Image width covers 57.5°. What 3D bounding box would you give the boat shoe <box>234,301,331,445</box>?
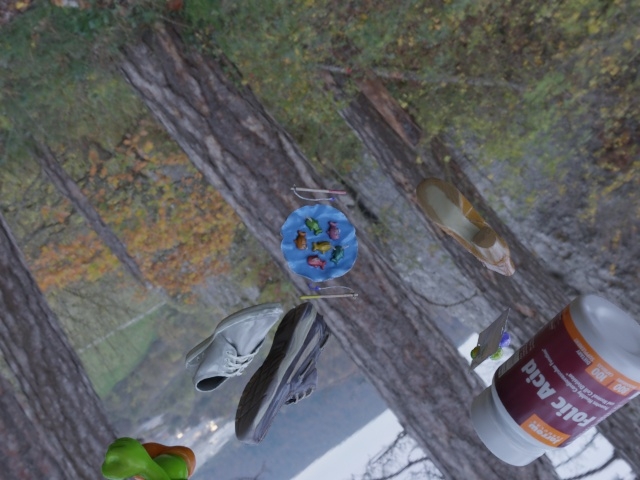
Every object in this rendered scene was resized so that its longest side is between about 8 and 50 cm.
[{"bbox_3d":[-0.066,0.307,1.321,0.132,0.130,0.355,-27,-151,54],"label":"boat shoe"}]

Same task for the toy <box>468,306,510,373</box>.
[{"bbox_3d":[0.484,0.291,1.624,0.237,0.056,0.136,109,6,-63],"label":"toy"}]

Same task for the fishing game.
[{"bbox_3d":[0.000,0.000,1.301,0.189,0.264,0.041,4,163,-18],"label":"fishing game"}]

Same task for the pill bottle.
[{"bbox_3d":[0.530,0.323,1.307,0.224,0.224,0.392,-22,152,-53],"label":"pill bottle"}]

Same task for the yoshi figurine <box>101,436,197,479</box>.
[{"bbox_3d":[-0.247,0.388,0.768,0.203,0.203,0.362,-47,-174,-13],"label":"yoshi figurine"}]

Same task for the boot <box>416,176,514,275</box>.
[{"bbox_3d":[0.379,-0.028,1.530,0.104,0.295,0.211,-43,145,4],"label":"boot"}]

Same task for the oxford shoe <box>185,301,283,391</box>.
[{"bbox_3d":[-0.233,0.298,1.608,0.169,0.130,0.449,3,146,-41],"label":"oxford shoe"}]
